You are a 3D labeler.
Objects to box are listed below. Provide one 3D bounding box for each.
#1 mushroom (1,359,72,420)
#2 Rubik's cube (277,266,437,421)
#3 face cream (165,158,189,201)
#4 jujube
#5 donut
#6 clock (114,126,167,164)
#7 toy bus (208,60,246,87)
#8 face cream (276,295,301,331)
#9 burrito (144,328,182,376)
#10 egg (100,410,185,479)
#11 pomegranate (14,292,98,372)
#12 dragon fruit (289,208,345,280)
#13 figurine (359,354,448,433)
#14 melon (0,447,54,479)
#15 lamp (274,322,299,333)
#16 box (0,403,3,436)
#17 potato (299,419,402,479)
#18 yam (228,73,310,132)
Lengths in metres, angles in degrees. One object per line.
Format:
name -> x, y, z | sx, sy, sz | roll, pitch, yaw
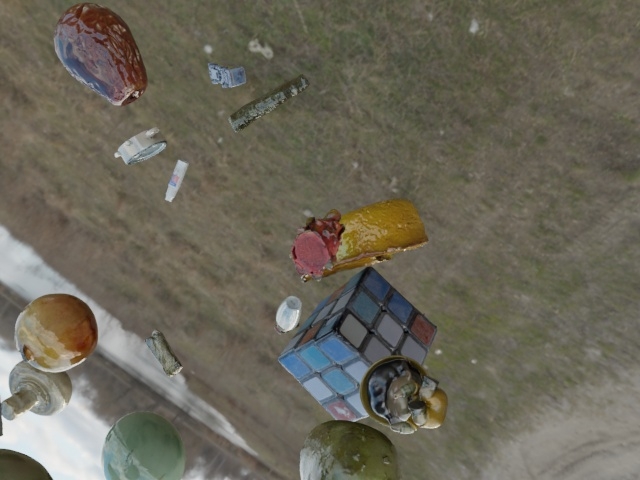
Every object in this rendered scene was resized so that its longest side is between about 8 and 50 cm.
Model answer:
mushroom -> -0.898, 0.469, 2.014 | 0.206, 0.206, 0.209 | 37, -179, 3
Rubik's cube -> 0.128, 0.361, 2.183 | 0.362, 0.363, 0.359 | 42, 133, -7
face cream -> -0.427, -0.175, 1.881 | 0.034, 0.130, 0.034 | 23, -168, -5
jujube -> -0.526, -0.447, 1.543 | 0.255, 0.190, 0.190 | 50, 160, -1
donut -> 0.107, 0.001, 1.993 | 0.435, 0.377, 0.163 | 149, 107, -67
clock -> -0.578, -0.302, 2.072 | 0.229, 0.155, 0.063 | -29, 95, 46
toy bus -> -0.300, -0.529, 2.021 | 0.190, 0.075, 0.064 | 33, 135, 52
face cream -> -0.090, 0.210, 1.818 | 0.072, 0.051, 0.182 | 40, 152, 10
burrito -> -0.422, 0.299, 1.704 | 0.171, 0.051, 0.042 | 42, 172, 37
egg -> -0.445, 0.542, 1.600 | 0.203, 0.203, 0.282 | 47, 171, -24
pomegranate -> -0.622, 0.217, 1.497 | 0.191, 0.191, 0.191 | 33, 160, 14
dragon fruit -> 0.000, 0.000, 1.696 | 0.133, 0.208, 0.150 | 26, 158, 5
figurine -> 0.220, 0.400, 1.620 | 0.167, 0.192, 0.257 | 14, 180, -30
melon -> -0.640, 0.533, 1.192 | 0.330, 0.268, 0.268 | -27, 120, 27
lamp -> -0.117, 0.279, 2.124 | 0.063, 0.083, 0.031 | 47, 148, 22
box -> -0.680, 0.318, 1.175 | 0.036, 0.115, 0.177 | -20, 162, 28
potato -> 0.065, 0.578, 1.557 | 0.219, 0.270, 0.359 | 6, 173, -17
yam -> -0.153, -0.414, 1.907 | 0.061, 0.274, 0.061 | 56, 172, 12
